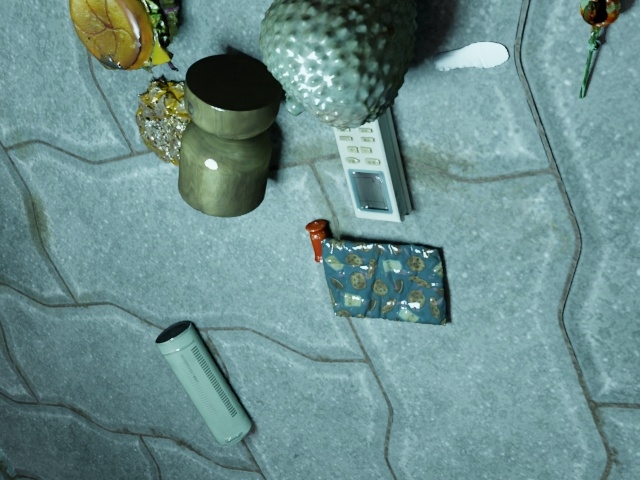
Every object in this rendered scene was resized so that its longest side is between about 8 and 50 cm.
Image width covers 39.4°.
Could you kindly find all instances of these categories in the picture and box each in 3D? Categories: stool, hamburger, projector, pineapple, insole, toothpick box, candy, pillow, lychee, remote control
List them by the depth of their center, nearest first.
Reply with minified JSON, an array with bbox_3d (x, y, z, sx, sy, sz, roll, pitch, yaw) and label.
[{"bbox_3d":[0.391,-0.279,1.288,0.056,0.049,0.184,30,145,28],"label":"candy"},{"bbox_3d":[0.037,-0.305,1.391,0.274,0.255,0.255,-43,91,9],"label":"lychee"},{"bbox_3d":[0.238,-0.291,1.424,0.135,0.002,0.045,-2,119,40],"label":"insole"},{"bbox_3d":[0.085,-0.163,1.611,0.103,0.055,0.277,8,126,36],"label":"remote control"},{"bbox_3d":[-0.366,-0.431,1.702,0.243,0.139,0.261,7,126,37],"label":"hamburger"},{"bbox_3d":[-0.177,-0.195,1.707,0.179,0.179,0.264,30,137,17],"label":"stool"},{"bbox_3d":[0.123,0.082,1.767,0.256,0.034,0.188,5,125,26],"label":"pillow"},{"bbox_3d":[0.000,0.000,1.818,0.047,0.047,0.083,5,124,36],"label":"toothpick box"},{"bbox_3d":[-0.312,-0.235,1.866,0.225,0.076,0.224,22,136,24],"label":"pineapple"},{"bbox_3d":[-0.300,0.370,2.314,0.108,0.108,0.337,-10,115,43],"label":"projector"}]
